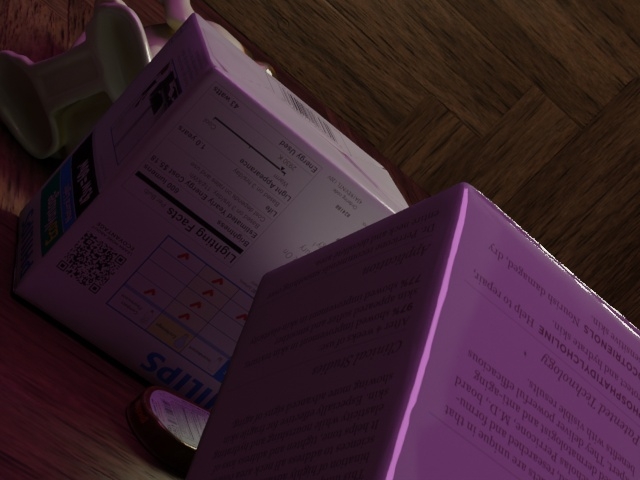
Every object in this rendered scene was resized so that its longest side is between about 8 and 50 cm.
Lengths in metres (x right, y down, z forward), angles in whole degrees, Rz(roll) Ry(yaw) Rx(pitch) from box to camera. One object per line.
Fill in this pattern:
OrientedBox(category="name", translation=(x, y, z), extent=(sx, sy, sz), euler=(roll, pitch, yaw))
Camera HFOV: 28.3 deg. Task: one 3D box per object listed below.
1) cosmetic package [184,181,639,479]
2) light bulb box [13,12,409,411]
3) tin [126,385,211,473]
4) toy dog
OrientedBox(category="cosmetic package", translation=(0.096, 0.225, 1.270), extent=(0.327, 0.329, 0.393), euler=(39, 51, -25))
OrientedBox(category="light bulb box", translation=(-0.132, -0.016, 1.582), extent=(0.358, 0.361, 0.225), euler=(38, 13, -25))
OrientedBox(category="tin", translation=(-0.146, 0.235, 1.491), extent=(0.190, 0.040, 0.106), euler=(34, 21, -38))
OrientedBox(category="toy dog", translation=(-0.227, -0.215, 1.938), extent=(0.395, 0.285, 0.408), euler=(60, 31, -4))
